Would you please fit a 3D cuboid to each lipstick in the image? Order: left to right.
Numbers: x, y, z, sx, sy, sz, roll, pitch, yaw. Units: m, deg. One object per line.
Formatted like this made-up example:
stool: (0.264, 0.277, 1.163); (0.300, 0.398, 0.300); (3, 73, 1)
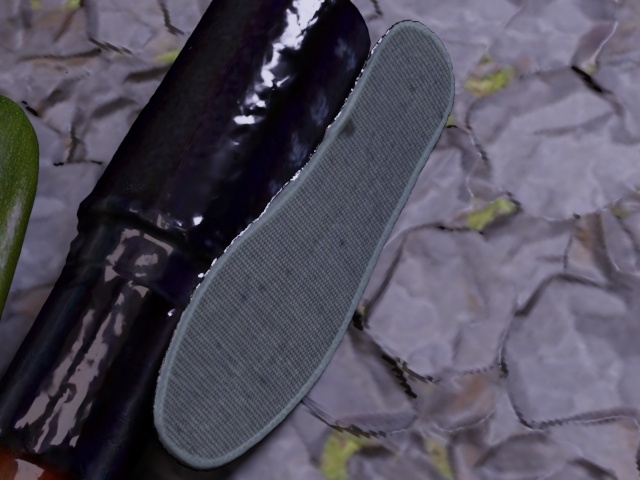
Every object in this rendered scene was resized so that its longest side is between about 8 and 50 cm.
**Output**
lipstick: (-0.071, 0.016, 0.738); (0.081, 0.081, 0.299); (22, 69, 17)

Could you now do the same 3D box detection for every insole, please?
insole: (0.000, 0.000, 0.747); (0.003, 0.080, 0.232); (3, 51, 45)

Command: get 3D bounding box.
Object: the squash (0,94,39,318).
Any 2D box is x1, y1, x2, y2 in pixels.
squash: (-0.168, 0.045, 0.742); (0.069, 0.069, 0.258); (5, 63, 9)
